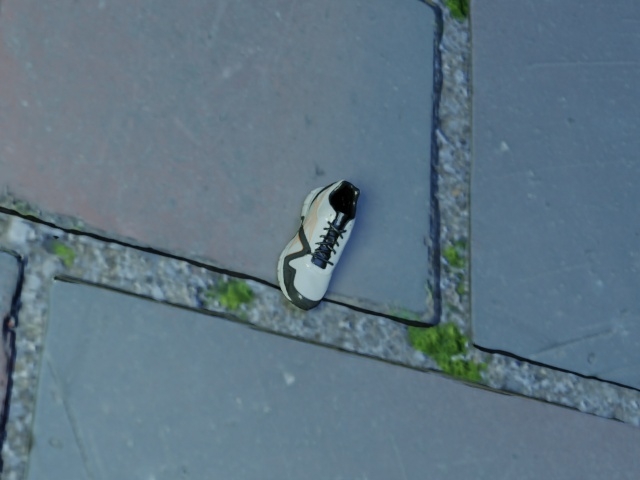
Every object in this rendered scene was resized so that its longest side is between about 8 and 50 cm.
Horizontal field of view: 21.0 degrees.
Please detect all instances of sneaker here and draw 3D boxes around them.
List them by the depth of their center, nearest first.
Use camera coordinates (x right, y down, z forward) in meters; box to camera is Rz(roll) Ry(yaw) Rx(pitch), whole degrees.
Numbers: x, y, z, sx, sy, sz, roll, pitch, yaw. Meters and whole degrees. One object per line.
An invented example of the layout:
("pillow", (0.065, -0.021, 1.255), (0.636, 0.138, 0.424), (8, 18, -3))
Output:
("sneaker", (0.000, 0.000, 1.261), (0.040, 0.044, 0.109), (27, 58, -22))
